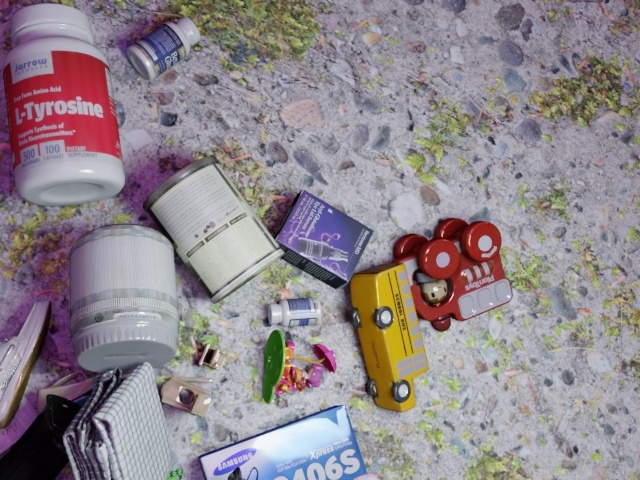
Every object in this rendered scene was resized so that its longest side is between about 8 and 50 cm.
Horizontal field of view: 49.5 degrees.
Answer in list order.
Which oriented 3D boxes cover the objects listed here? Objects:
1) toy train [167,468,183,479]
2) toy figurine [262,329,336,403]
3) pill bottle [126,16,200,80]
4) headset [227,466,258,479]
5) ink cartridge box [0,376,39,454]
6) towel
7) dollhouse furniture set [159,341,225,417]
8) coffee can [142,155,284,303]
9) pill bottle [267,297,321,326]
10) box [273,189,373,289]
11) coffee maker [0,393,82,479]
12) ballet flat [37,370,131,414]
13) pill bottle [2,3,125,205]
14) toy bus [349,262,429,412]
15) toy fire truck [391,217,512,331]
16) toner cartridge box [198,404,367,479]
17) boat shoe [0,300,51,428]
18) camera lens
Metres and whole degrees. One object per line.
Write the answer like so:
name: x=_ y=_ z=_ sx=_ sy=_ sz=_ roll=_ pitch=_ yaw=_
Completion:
toy train: x=-0.340 y=0.524 z=1.521 sx=0.083 sy=0.017 sz=0.024 roll=-14 pitch=91 yaw=-18
toy figurine: x=-0.041 y=0.300 z=1.618 sx=0.159 sy=0.130 sz=0.173 roll=9 pitch=97 yaw=-23
pill bottle: x=-0.382 y=-0.477 z=1.708 sx=0.169 sy=0.094 sz=0.094 roll=-42 pitch=90 yaw=-20
headset: x=-0.084 y=0.643 z=1.416 sx=0.243 sy=0.185 sz=0.394 roll=-28 pitch=96 yaw=-8
ink cartridge box: x=-0.734 y=0.385 z=1.440 sx=0.189 sy=0.066 sz=0.232 roll=51 pitch=49 yaw=1
towel: x=-0.400 y=0.415 z=1.369 sx=0.121 sy=0.235 sz=0.284 roll=-6 pitch=109 yaw=8
dollhouse furniture set: x=-0.276 y=0.288 z=1.507 sx=0.101 sy=0.182 sz=0.161 roll=24 pitch=72 yaw=-8
coffee can: x=-0.242 y=-0.023 z=1.580 sx=0.201 sy=0.201 sz=0.275 roll=-35 pitch=88 yaw=-20
pill bottle: x=-0.062 y=0.172 z=1.654 sx=0.120 sy=0.067 sz=0.067 roll=-2 pitch=77 yaw=-16
box: x=0.000 y=0.000 z=1.691 sx=0.207 sy=0.108 sz=0.153 roll=29 pitch=71 yaw=-7
coffee maker: x=-0.558 y=0.422 z=1.377 sx=0.120 sy=0.171 sz=0.178 roll=38 pitch=96 yaw=-7
ballet flat: x=-0.490 y=0.311 z=1.503 sx=0.248 sy=0.086 sz=0.086 roll=-17 pitch=82 yaw=-17
pill bottle: x=-0.575 y=-0.299 z=1.542 sx=0.229 sy=0.229 sz=0.408 roll=-8 pitch=79 yaw=-17
toy bus: x=0.165 y=0.230 z=1.652 sx=0.130 sy=0.108 sz=0.333 roll=-17 pitch=96 yaw=-35
toy fire truck: x=0.333 y=0.091 z=1.745 sx=0.302 sy=0.169 sz=0.254 roll=-21 pitch=102 yaw=-18
toner cartridge box: x=-0.083 y=0.506 z=1.564 sx=0.347 sy=0.075 sz=0.165 roll=-17 pitch=81 yaw=-18
boat shoe: x=-0.650 y=0.246 z=1.455 sx=0.096 sy=0.098 sz=0.277 roll=18 pitch=67 yaw=-7
camera lens: x=-0.413 y=0.118 z=1.464 sx=0.219 sy=0.219 sz=0.274 roll=-3 pitch=61 yaw=-16
